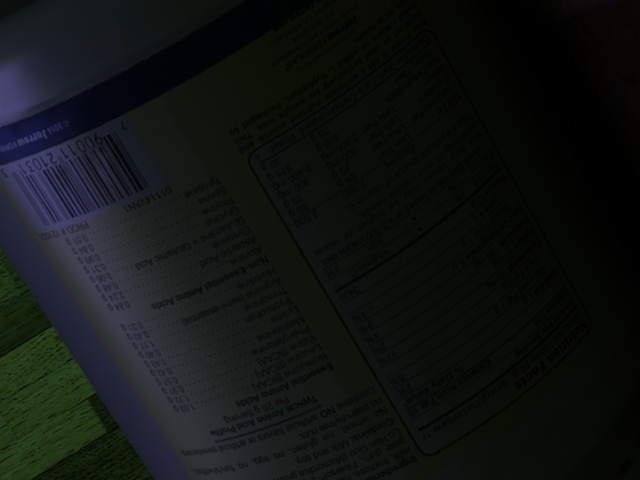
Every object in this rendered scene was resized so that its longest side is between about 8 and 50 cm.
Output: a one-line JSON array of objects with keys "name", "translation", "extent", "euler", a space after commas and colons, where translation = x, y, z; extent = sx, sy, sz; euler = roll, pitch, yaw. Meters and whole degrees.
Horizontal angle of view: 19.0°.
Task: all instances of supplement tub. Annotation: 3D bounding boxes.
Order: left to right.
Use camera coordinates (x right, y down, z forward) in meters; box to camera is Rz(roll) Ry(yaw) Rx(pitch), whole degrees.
[{"name": "supplement tub", "translation": [0.000, 0.000, 0.829], "extent": [0.325, 0.235, 0.235], "euler": [59, 179, -18]}]
